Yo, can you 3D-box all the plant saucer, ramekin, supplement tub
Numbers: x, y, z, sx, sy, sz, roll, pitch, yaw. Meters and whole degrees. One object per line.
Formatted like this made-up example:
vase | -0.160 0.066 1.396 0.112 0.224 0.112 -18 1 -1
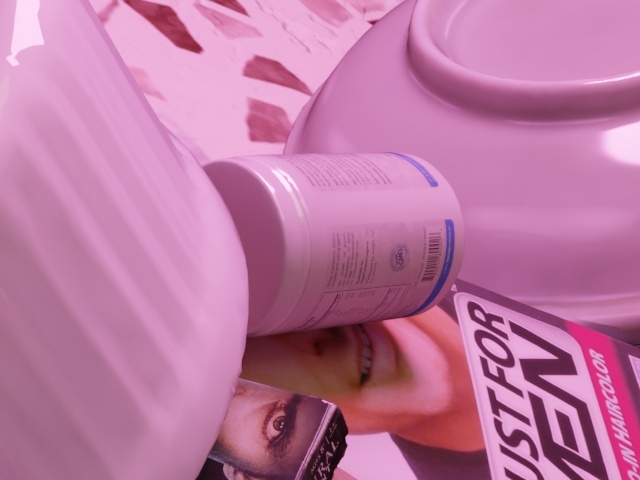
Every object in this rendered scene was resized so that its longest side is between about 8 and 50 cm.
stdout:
plant saucer | 0.162 -0.100 0.945 0.400 0.101 0.400 -11 35 8
ramekin | -0.172 0.007 0.500 0.277 0.135 0.277 -11 46 11
supplement tub | 0.000 0.000 0.663 0.107 0.071 0.071 -3 43 -46

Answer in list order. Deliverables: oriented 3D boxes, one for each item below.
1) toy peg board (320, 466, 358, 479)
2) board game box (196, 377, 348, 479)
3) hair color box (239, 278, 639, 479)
toy peg board | 0.030 0.175 0.573 0.160 0.161 0.079 33 14 5
board game box | -0.083 0.115 0.494 0.126 0.026 0.186 12 57 22
hair color box | -0.003 0.089 0.710 0.374 0.114 0.185 20 30 -17
